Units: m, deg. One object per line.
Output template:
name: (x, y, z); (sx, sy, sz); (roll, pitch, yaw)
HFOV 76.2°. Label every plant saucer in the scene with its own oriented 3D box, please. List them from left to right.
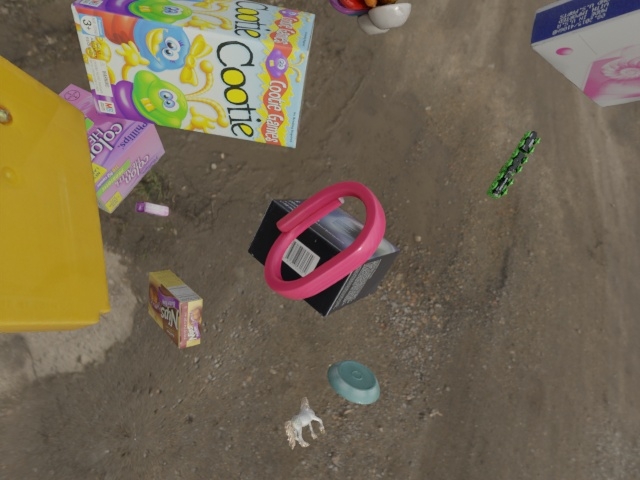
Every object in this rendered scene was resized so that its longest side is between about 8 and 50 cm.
plant saucer: (0.074, 0.291, 0.861); (0.119, 0.021, 0.119); (17, 23, -7)

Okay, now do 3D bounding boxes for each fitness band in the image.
fitness band: (0.000, 0.000, 0.848); (0.054, 0.291, 0.209); (40, 21, -44)

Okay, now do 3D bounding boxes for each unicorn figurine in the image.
unicorn figurine: (-0.043, 0.491, 1.113); (0.111, 0.060, 0.162); (56, 17, 18)

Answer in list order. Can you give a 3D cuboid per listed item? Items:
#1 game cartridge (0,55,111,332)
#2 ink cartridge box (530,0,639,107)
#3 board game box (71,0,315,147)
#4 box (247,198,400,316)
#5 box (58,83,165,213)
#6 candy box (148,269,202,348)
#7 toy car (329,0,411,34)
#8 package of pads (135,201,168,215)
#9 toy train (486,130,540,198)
game cartridge: (-0.355, -0.062, 0.439); (0.053, 0.285, 0.323); (-15, 76, 7)
ink cartridge box: (0.512, -0.254, 0.524); (0.330, 0.324, 0.071); (13, 87, -33)
board game box: (-0.156, -0.246, 0.569); (0.275, 0.144, 0.142); (8, 45, -5)
box: (0.017, 0.026, 1.147); (0.296, 0.182, 0.294); (37, 22, 22)
box: (-0.550, -0.222, 0.977); (0.243, 0.117, 0.213); (27, 64, 7)
candy box: (-0.329, 0.148, 0.916); (0.053, 0.187, 0.109); (-6, 111, -40)
toy car: (0.079, -0.460, 0.734); (0.136, 0.182, 0.159); (-12, 112, -7)
package of pads: (-0.504, -0.094, 1.224); (0.083, 0.050, 0.032); (13, 80, -58)
toy train: (0.202, -0.079, 0.429); (0.017, 0.024, 0.083); (34, 83, 2)
